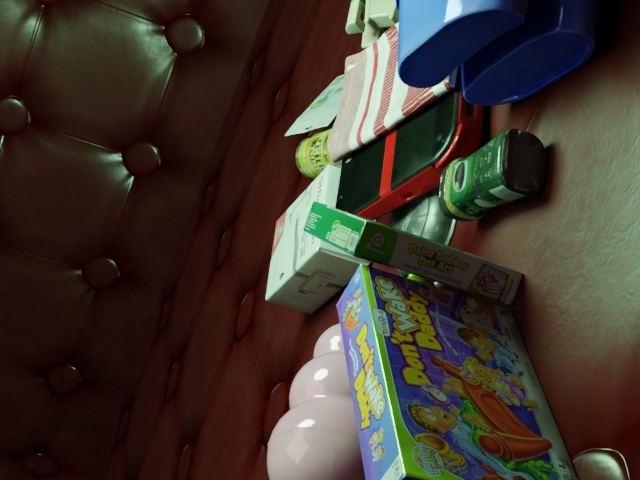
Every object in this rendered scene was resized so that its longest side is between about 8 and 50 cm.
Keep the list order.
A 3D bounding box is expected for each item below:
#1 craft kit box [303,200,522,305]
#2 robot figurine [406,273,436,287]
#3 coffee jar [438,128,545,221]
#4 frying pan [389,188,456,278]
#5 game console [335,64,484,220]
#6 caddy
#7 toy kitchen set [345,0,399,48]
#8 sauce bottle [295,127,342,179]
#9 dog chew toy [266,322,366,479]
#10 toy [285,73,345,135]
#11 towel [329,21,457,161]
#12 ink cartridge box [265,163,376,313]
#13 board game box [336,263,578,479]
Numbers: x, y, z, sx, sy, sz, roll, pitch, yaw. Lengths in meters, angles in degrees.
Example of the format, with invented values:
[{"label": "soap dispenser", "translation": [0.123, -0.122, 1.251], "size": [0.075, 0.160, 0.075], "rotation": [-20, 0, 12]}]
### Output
[{"label": "craft kit box", "translation": [0.125, 0.015, 1.344], "size": [0.061, 0.246, 0.250], "rotation": [-69, 19, 2]}, {"label": "robot figurine", "translation": [0.145, 0.101, 1.489], "size": [0.115, 0.067, 0.101], "rotation": [-53, 18, 44]}, {"label": "coffee jar", "translation": [0.245, -0.090, 1.355], "size": [0.184, 0.079, 0.096], "rotation": [152, 129, -63]}, {"label": "frying pan", "translation": [0.162, -0.067, 1.634], "size": [0.197, 0.053, 0.326], "rotation": [-59, 25, 31]}, {"label": "game console", "translation": [0.159, -0.228, 1.652], "size": [0.342, 0.060, 0.387], "rotation": [-32, 40, 48]}, {"label": "caddy", "translation": [0.248, -0.331, 1.320], "size": [0.341, 0.241, 0.179], "rotation": [153, 126, -64]}, {"label": "toy kitchen set", "translation": [0.176, -0.469, 1.925], "size": [0.207, 0.166, 0.122], "rotation": [1, 71, 33]}, {"label": "sauce bottle", "translation": [0.051, -0.189, 1.948], "size": [0.344, 0.111, 0.111], "rotation": [-6, 68, 68]}, {"label": "dog chew toy", "translation": [0.035, 0.273, 1.469], "size": [0.206, 0.206, 0.332], "rotation": [-50, 20, 49]}, {"label": "toy", "translation": [0.037, -0.299, 2.070], "size": [0.137, 0.056, 0.237], "rotation": [-8, 38, 45]}, {"label": "towel", "translation": [0.132, -0.298, 1.658], "size": [0.329, 0.037, 0.237], "rotation": [-28, 44, 50]}, {"label": "ink cartridge box", "translation": [0.000, 0.000, 1.914], "size": [0.283, 0.117, 0.207], "rotation": [135, 147, -55]}, {"label": "board game box", "translation": [0.156, 0.192, 1.113], "size": [0.347, 0.233, 0.078], "rotation": [-100, 32, -53]}]
